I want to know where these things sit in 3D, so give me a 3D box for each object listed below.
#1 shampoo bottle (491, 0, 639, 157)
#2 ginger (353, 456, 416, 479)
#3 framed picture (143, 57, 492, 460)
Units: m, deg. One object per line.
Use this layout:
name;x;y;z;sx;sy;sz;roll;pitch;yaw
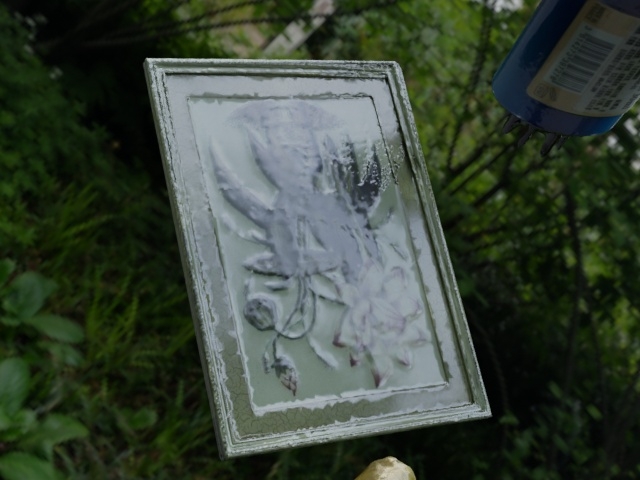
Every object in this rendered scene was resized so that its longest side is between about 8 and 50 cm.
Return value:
shampoo bottle;0.164;-0.116;0.662;0.087;0.183;0.050;13;57;-9
ginger;0.031;0.426;0.963;0.122;0.363;0.348;13;48;12
framed picture;0.000;0.000;0.627;0.173;0.010;0.231;-5;71;-29
